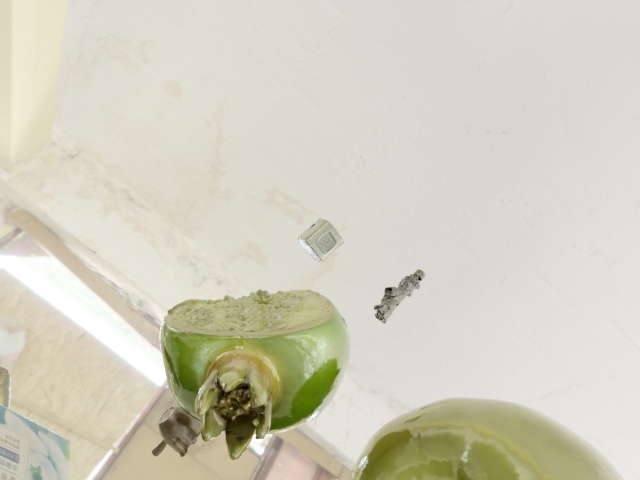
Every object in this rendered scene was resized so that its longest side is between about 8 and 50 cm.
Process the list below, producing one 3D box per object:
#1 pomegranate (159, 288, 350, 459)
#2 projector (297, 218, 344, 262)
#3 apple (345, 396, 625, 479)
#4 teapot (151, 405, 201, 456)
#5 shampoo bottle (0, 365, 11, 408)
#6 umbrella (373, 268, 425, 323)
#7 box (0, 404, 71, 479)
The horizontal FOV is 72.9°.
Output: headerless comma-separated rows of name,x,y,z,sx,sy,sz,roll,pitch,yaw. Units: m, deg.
pomegranate,-0.106,0.215,0.693,0.309,0.358,0.216,1,-74,0
projector,0.000,0.000,1.148,0.083,0.082,0.083,53,-14,-19
apple,0.248,0.472,0.640,0.473,0.474,0.474,20,-40,17
teapot,-0.275,0.362,0.796,0.110,0.085,0.080,-34,-74,8
shampoo bottle,-0.756,0.420,0.932,0.125,0.350,0.084,7,-59,-24
umbrella,0.254,0.167,1.402,0.071,0.224,0.080,37,-26,31
box,-0.439,0.297,0.509,0.203,0.116,0.274,51,-8,51
